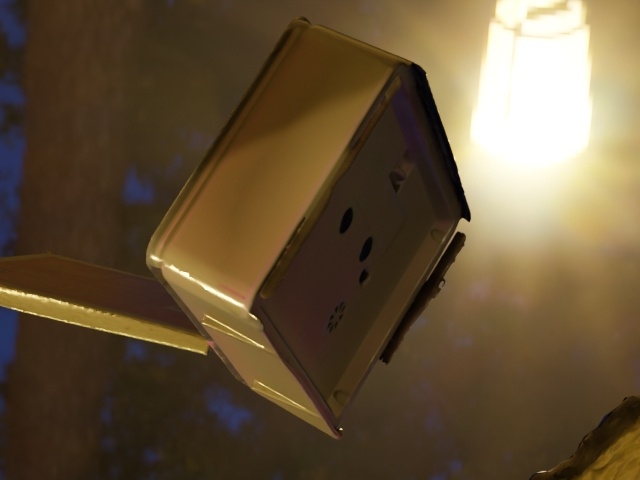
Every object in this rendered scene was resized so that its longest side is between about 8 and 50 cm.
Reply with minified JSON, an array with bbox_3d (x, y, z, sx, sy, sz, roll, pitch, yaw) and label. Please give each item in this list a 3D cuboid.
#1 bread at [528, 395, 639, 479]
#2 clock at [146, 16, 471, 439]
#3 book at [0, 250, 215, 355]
[{"bbox_3d":[0.188,0.297,0.995,0.346,0.242,0.405,-29,-163,-13],"label":"bread"},{"bbox_3d":[0.000,0.000,0.925,0.071,0.192,0.147,26,-104,21],"label":"clock"},{"bbox_3d":[-0.146,0.044,1.383,0.242,0.018,0.170,12,-172,24],"label":"book"}]
